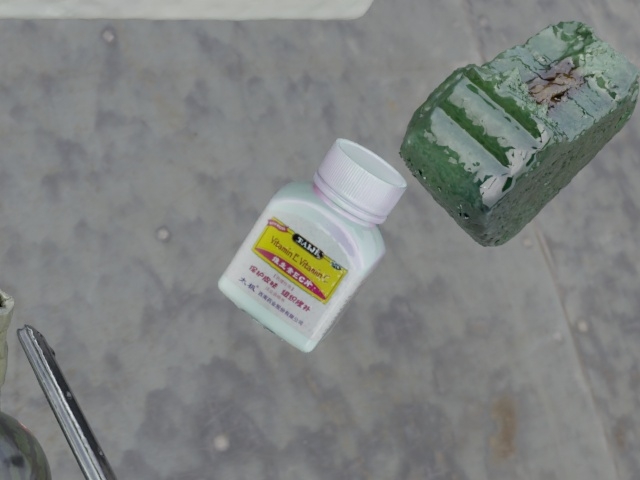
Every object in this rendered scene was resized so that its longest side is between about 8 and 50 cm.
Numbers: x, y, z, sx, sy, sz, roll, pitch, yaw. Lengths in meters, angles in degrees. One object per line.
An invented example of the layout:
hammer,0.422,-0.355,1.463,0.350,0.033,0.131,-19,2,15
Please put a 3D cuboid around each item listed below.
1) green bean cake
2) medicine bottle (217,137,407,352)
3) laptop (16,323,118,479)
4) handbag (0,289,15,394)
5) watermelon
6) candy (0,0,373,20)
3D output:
green bean cake,0.268,-0.155,1.406,0.308,0.300,0.169,-45,72,3
medicine bottle,0.000,0.000,0.646,0.074,0.118,0.055,37,18,8
laptop,-0.110,0.135,0.553,0.016,0.129,0.180,-27,79,-18
handbag,-0.495,0.109,1.137,0.316,0.253,0.109,11,49,-16
watermelon,-0.435,0.309,1.305,0.212,0.212,0.212,12,67,-31
candy,-0.105,-0.238,0.588,0.359,0.208,0.145,-6,60,-26
